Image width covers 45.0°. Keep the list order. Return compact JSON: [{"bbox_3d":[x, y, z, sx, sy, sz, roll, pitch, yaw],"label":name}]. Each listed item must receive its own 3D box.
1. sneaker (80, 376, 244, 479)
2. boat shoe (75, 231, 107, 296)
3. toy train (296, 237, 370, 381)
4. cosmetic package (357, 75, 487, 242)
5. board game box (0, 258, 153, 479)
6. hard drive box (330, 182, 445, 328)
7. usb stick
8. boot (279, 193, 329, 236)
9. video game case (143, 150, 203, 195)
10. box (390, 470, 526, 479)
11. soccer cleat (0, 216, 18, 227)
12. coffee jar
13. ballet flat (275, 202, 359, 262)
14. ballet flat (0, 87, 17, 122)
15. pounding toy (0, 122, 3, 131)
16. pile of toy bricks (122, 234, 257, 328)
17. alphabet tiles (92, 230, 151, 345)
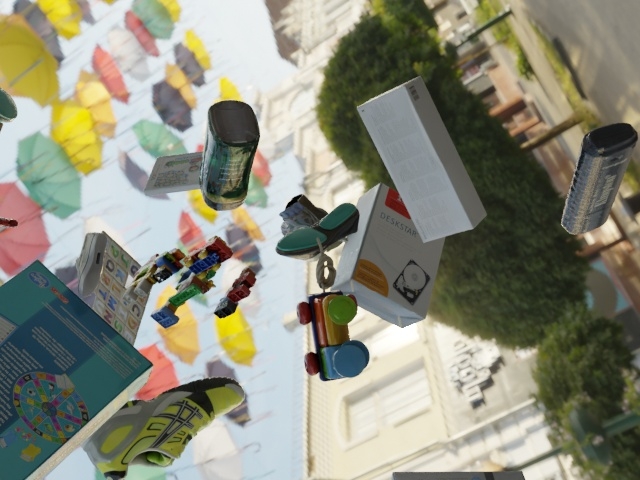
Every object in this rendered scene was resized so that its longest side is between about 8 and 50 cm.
[{"bbox_3d":[-0.321,0.403,1.650,0.384,0.145,0.147,-14,-115,-39],"label":"sneaker"},{"bbox_3d":[-0.356,0.035,1.179,0.035,0.035,0.100,18,-97,-65],"label":"boat shoe"},{"bbox_3d":[0.021,0.109,1.284,0.143,0.105,0.248,148,114,-77],"label":"toy train"},{"bbox_3d":[0.157,-0.122,1.189,0.060,0.098,0.239,-39,-75,-47],"label":"cosmetic package"},{"bbox_3d":[-0.455,0.219,1.119,0.253,0.079,0.336,40,-128,9],"label":"board game box"},{"bbox_3d":[0.142,0.031,1.557,0.181,0.089,0.232,28,-121,-18],"label":"hard drive box"},{"bbox_3d":[0.401,-0.083,1.125,0.278,0.077,0.045,66,-170,-64],"label":"usb stick"},{"bbox_3d":[-0.055,-0.062,1.818,0.106,0.082,0.219,47,156,-22],"label":"boot"},{"bbox_3d":[-0.295,-0.150,1.684,0.143,0.157,0.019,-86,-12,-54],"label":"video game case"},{"bbox_3d":[0.182,0.383,1.078,0.038,0.186,0.145,-98,14,-57],"label":"box"},{"bbox_3d":[-0.800,-0.045,1.933,0.083,0.035,0.029,10,-107,-26],"label":"soccer cleat"},{"bbox_3d":[-0.150,-0.132,1.246,0.184,0.079,0.096,110,149,-53],"label":"coffee jar"},{"bbox_3d":[0.000,0.000,1.431,0.203,0.074,0.074,-33,-87,-36],"label":"ballet flat"},{"bbox_3d":[-0.690,-0.278,1.532,0.247,0.087,0.083,48,-155,-89],"label":"ballet flat"},{"bbox_3d":[-0.799,-0.241,1.725,0.154,0.154,0.270,-15,94,61],"label":"pounding toy"},{"bbox_3d":[-0.171,0.042,1.091,0.118,0.212,0.105,45,-138,-22],"label":"pile of toy bricks"},{"bbox_3d":[-0.472,0.128,1.775,0.198,0.237,0.009,38,-151,27],"label":"alphabet tiles"}]
